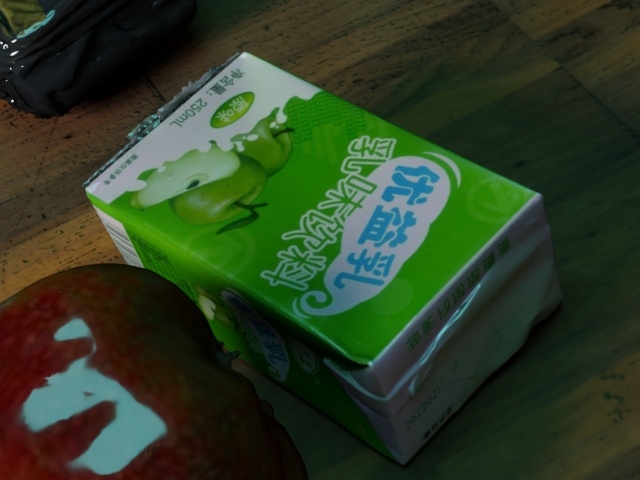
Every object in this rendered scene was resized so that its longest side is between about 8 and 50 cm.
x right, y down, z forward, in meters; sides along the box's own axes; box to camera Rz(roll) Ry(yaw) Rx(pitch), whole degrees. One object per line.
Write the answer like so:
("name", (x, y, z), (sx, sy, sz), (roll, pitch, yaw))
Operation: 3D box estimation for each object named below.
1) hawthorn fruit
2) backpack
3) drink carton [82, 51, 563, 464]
("hawthorn fruit", (-0.137, 0.138, 0.815), (0.248, 0.208, 0.208), (-40, 48, -17))
("backpack", (-0.214, -0.197, 1.230), (0.206, 0.133, 0.258), (-42, 43, -12))
("drink carton", (0.000, 0.000, 0.976), (0.271, 0.108, 0.161), (30, 64, 36))
